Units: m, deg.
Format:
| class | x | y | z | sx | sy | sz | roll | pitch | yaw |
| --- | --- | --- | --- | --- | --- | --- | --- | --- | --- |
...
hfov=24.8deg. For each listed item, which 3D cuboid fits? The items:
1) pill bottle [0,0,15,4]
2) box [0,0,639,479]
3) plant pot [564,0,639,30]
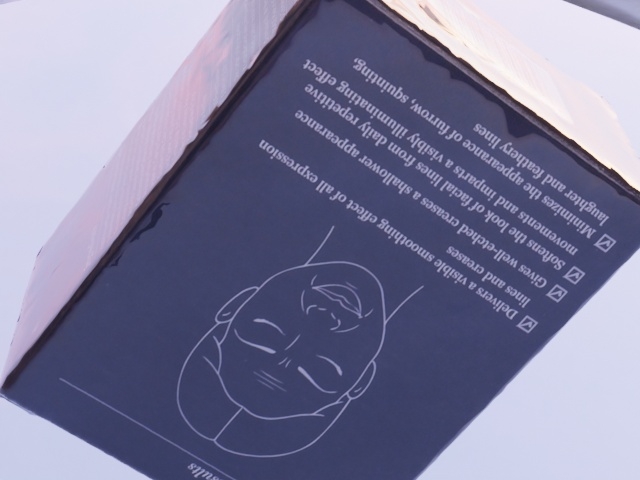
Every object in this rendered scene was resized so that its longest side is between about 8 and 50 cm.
| class | x | y | z | sx | sy | sz | roll | pitch | yaw |
| --- | --- | --- | --- | --- | --- | --- | --- | --- | --- |
| pill bottle | -0.067 | -0.210 | 0.661 | 0.283 | 0.160 | 0.160 | -8 | -148 | 23 |
| box | 0.000 | 0.000 | 1.082 | 0.293 | 0.395 | 0.212 | 34 | -159 | -19 |
| plant pot | 0.022 | -0.192 | 0.278 | 0.305 | 0.334 | 0.334 | 25 | -150 | -19 |
